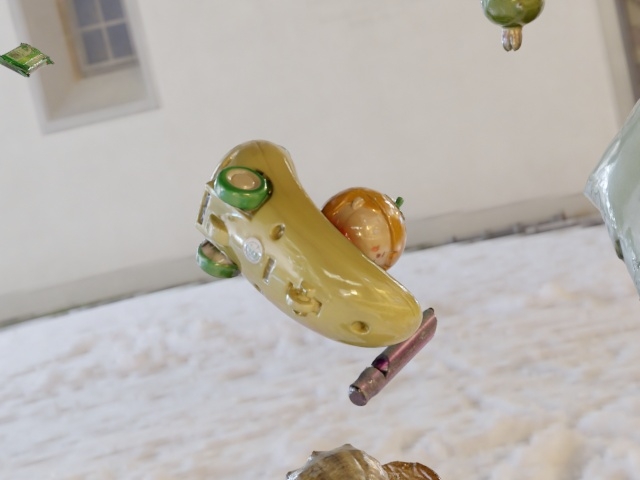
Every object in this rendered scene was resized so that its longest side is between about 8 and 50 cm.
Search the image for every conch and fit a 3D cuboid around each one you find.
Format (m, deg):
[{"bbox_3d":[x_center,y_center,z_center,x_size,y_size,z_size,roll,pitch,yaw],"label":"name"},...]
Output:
[{"bbox_3d":[0.030,0.391,1.696,0.159,0.210,0.291,-22,27,7],"label":"conch"}]

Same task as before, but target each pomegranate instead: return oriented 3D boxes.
[{"bbox_3d":[0.207,-0.251,1.428,0.073,0.084,0.073,-11,36,9],"label":"pomegranate"}]

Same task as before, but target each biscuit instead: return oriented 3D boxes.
[{"bbox_3d":[0.145,0.435,2.176,0.033,0.144,0.224,37,-1,-43],"label":"biscuit"},{"bbox_3d":[-0.342,-0.208,1.542,0.046,0.016,0.089,29,22,-1],"label":"biscuit"}]

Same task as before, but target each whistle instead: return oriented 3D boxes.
[{"bbox_3d":[0.090,0.138,1.588,0.033,0.033,0.176,-7,25,43],"label":"whistle"}]

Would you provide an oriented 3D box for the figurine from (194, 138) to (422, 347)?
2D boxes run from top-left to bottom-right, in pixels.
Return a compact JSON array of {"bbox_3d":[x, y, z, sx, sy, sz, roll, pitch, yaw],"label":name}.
[{"bbox_3d":[0.000,0.000,1.509,0.222,0.124,0.324,-19,49,-44],"label":"figurine"}]

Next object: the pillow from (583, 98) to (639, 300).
[{"bbox_3d":[0.428,-0.073,1.540,0.119,0.310,0.312,6,41,-22],"label":"pillow"}]
